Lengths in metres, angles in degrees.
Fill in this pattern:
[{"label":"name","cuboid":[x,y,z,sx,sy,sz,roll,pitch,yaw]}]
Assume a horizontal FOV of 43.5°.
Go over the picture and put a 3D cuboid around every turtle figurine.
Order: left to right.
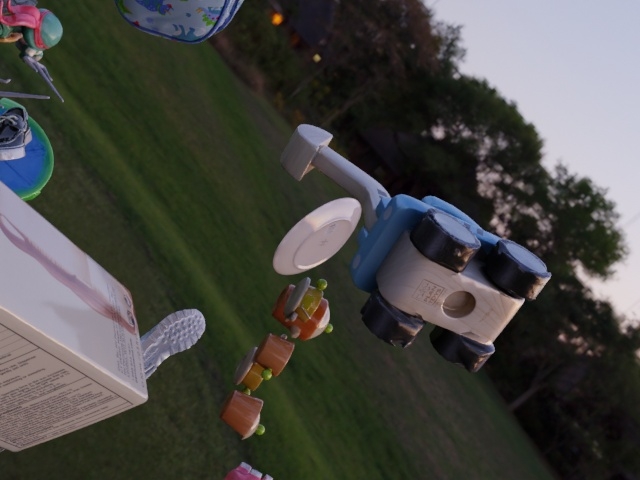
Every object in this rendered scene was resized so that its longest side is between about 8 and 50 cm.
[{"label":"turtle figurine","cuboid":[-0.342,-0.214,0.811,0.234,0.118,0.175,20,20,10]}]

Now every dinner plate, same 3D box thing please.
[{"label":"dinner plate","cuboid":[0.000,0.000,1.043,0.017,0.141,0.141,49,4,25]}]

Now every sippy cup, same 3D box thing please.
[{"label":"sippy cup","cuboid":[-0.723,-0.145,1.708,0.240,0.224,0.305,53,44,-5]}]

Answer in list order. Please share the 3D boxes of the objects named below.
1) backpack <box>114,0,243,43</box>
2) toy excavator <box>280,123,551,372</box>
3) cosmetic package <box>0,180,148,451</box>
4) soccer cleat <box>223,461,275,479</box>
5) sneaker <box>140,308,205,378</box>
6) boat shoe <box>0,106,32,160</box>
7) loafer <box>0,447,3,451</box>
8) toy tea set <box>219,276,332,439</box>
[{"label":"backpack","cuboid":[-0.218,-0.502,1.308,0.290,0.273,0.355,14,-24,-8]},{"label":"toy excavator","cuboid":[0.139,-0.019,1.471,0.433,0.222,0.445,23,23,-19]},{"label":"cosmetic package","cuboid":[-0.279,0.060,0.659,0.296,0.153,0.129,63,8,-59]},{"label":"soccer cleat","cuboid":[-0.031,0.375,1.018,0.248,0.095,0.083,37,-13,-18]},{"label":"sneaker","cuboid":[-0.363,0.227,1.790,0.095,0.235,0.090,-14,-73,57]},{"label":"boat shoe","cuboid":[-0.585,-0.200,1.487,0.219,0.078,0.070,-120,-150,-66]},{"label":"loafer","cuboid":[-0.622,0.380,1.614,0.045,0.125,0.039,43,12,9]},{"label":"toy tea set","cuboid":[-0.068,0.229,1.545,0.124,0.336,0.200,32,-4,-9]}]
